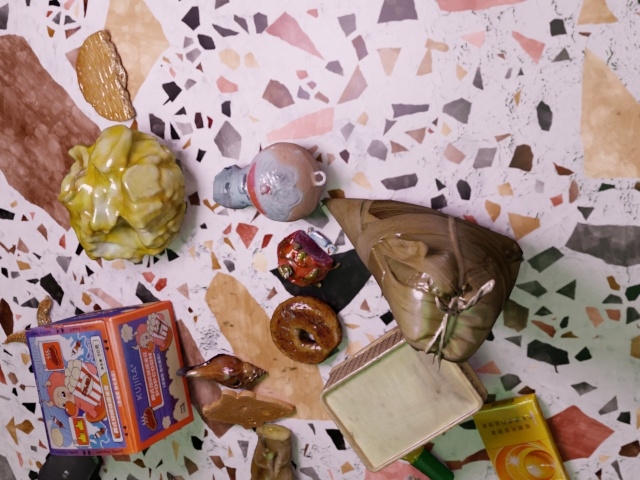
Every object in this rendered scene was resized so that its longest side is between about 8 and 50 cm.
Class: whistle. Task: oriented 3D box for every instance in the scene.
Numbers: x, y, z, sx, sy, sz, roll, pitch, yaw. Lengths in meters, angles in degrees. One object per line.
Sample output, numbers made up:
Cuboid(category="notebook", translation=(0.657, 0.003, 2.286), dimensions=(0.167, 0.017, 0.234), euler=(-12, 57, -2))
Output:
Cuboid(category="whistle", translation=(-0.135, -0.124, 1.573), dimensions=(0.347, 0.189, 0.189), euler=(-3, 106, 36))

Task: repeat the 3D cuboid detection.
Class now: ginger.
Cuboid(category="ginger", translation=(-0.129, 0.612, 1.836), dimensions=(0.116, 0.109, 0.263), euler=(18, 115, 47))

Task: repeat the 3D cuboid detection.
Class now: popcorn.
Cuboid(category="popcorn", translation=(-0.478, -0.120, 1.692), dimensions=(0.334, 0.292, 0.293), euler=(-14, 145, 26))

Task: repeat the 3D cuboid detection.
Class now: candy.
Cuboid(category="candy", translation=(0.000, 0.000, 1.626), dimensions=(0.083, 0.020, 0.030), euler=(36, 115, 11))

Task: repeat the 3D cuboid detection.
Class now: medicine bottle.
Cuboid(category="medicine bottle", translation=(0.211, 0.500, 1.671), dimensions=(0.260, 0.064, 0.095), euler=(39, 103, 3))

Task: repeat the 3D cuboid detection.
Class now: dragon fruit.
Cuboid(category="dragon fruit", translation=(-0.045, 0.051, 1.621), dimensions=(0.147, 0.096, 0.102), euler=(45, 115, 3))

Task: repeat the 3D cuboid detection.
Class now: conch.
Cuboid(category="conch", translation=(-0.260, 0.338, 1.816), dimensions=(0.232, 0.086, 0.080), euler=(14, 112, 18))

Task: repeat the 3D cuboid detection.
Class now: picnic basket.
Cuboid(category="picnic basket", translation=(0.188, 0.327, 1.541), dimensions=(0.312, 0.175, 0.228), euler=(-35, 91, 13))

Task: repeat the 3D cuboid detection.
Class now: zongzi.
Cuboid(category="zongzi", translation=(0.120, 0.055, 1.317), dimensions=(0.466, 0.500, 0.218), euler=(18, 108, 18))

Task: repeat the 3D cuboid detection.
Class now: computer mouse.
Cuboid(category="computer mouse", translation=(-0.783, 0.731, 2.188), dimensions=(0.168, 0.087, 0.295), euler=(39, 106, 16))

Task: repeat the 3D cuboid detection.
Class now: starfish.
Cuboid(category="starfish", translation=(-0.817, 0.355, 2.078), dimensions=(0.301, 0.084, 0.294), euler=(-38, 88, 25))

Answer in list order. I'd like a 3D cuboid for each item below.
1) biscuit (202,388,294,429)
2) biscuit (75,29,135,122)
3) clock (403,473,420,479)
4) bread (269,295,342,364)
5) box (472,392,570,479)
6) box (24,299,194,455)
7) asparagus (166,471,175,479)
Cuboid(category="biscuit", translation=(-0.191, 0.445, 1.826), dimensions=(0.250, 0.035, 0.162), euler=(-3, 134, 12))
Cuboid(category="biscuit", translation=(-0.548, -0.400, 1.736), dimensions=(0.144, 0.033, 0.224), euler=(-13, 101, 29))
Cuboid(category="clock", translation=(0.249, 0.713, 1.666), dimensions=(0.378, 0.120, 0.277), euler=(24, 110, -1))
Cuboid(category="bread", translation=(-0.037, 0.218, 1.694), dimensions=(0.193, 0.064, 0.193), euler=(7, 114, 17))
Cuboid(category="box", translation=(0.461, 0.487, 1.563), dimensions=(0.152, 0.043, 0.269), euler=(-19, 98, 29))
Cuboid(category="box", translation=(-0.563, 0.363, 1.836), dimensions=(0.318, 0.257, 0.349), euler=(-8, 93, 28))
Cuboid(category="asparagus", translation=(-0.393, 0.788, 2.063), dimensions=(0.022, 0.023, 0.233), euler=(-35, 91, -15))
